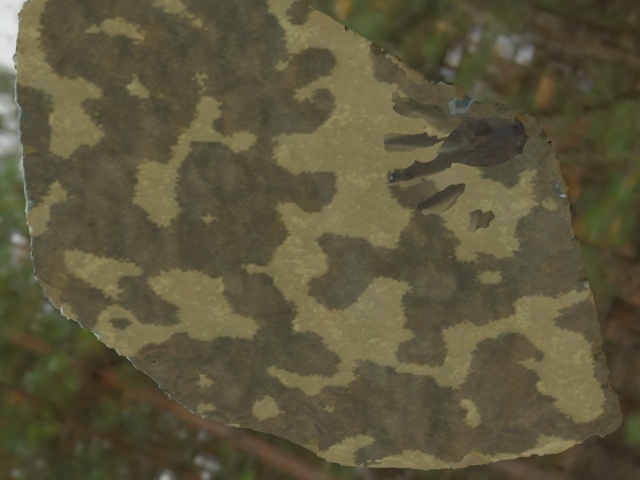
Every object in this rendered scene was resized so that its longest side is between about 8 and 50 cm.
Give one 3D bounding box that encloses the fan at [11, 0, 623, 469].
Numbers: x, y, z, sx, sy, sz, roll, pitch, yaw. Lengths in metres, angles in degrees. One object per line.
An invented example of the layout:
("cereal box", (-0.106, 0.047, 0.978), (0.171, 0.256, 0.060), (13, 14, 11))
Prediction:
("fan", (0.000, 0.000, 0.507), (0.240, 0.131, 0.009), (44, -159, -39))
